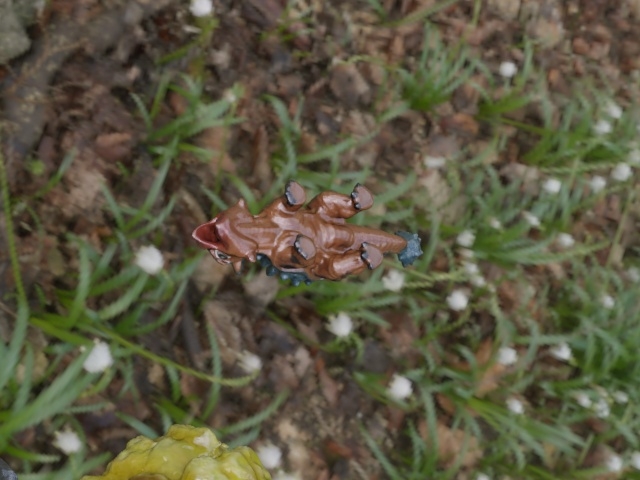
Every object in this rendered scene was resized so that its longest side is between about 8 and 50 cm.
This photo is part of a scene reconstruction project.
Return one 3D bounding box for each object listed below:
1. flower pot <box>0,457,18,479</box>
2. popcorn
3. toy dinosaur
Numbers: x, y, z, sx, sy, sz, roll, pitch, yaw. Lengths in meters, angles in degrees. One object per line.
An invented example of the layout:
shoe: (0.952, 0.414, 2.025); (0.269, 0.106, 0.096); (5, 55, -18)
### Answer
flower pot: (-0.398, 0.277, 1.289); (0.157, 0.106, 0.158); (-12, 105, -51)
popcorn: (-0.119, 0.256, 0.949); (0.218, 0.189, 0.169); (-44, 170, 15)
toy dinosaur: (0.000, 0.000, 0.630); (0.154, 0.055, 0.049); (5, 65, -41)
